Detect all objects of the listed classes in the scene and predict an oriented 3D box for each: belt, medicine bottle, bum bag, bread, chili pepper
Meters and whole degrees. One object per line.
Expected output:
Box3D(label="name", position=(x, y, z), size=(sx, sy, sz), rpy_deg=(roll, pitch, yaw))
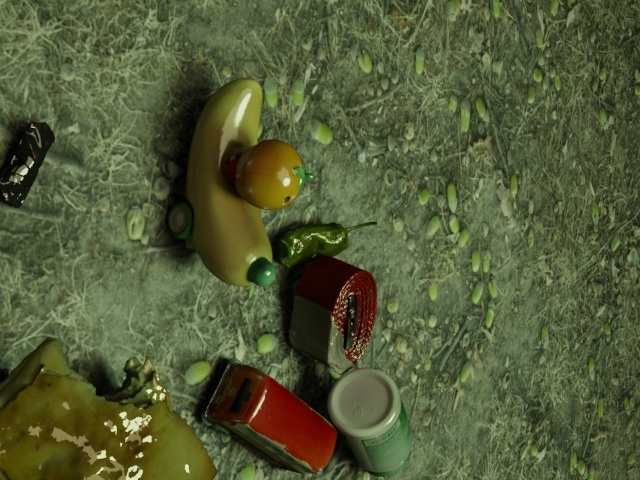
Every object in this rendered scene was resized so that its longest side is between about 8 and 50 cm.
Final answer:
Box3D(label="belt", position=(0.017, 0.130, 1.776), size=(0.128, 0.124, 0.201), rpy_deg=(-13, 118, -45))
Box3D(label="medicine bottle", position=(0.100, 0.349, 1.839), size=(0.133, 0.133, 0.274), rpy_deg=(-64, 156, -25))
Box3D(label="bum bag", position=(-0.399, -0.106, 1.341), size=(0.058, 0.034, 0.124), rpy_deg=(47, 57, -57))
Box3D(label="bread", position=(-0.304, 0.301, 1.360), size=(0.314, 0.191, 0.370), rpy_deg=(-44, 123, -38))
Box3D(label="chili pepper", position=(0.001, 0.003, 1.798), size=(0.204, 0.073, 0.072), rpy_deg=(-13, 120, -38))

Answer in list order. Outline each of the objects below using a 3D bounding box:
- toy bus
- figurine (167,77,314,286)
Box3D(label="toy bus", position=(-0.074, 0.312, 1.686), size=(0.265, 0.120, 0.121), rpy_deg=(45, 60, -41))
Box3D(label="figurine", position=(-0.119, -0.091, 1.531), size=(0.124, 0.222, 0.324), rpy_deg=(6, 88, -48))
